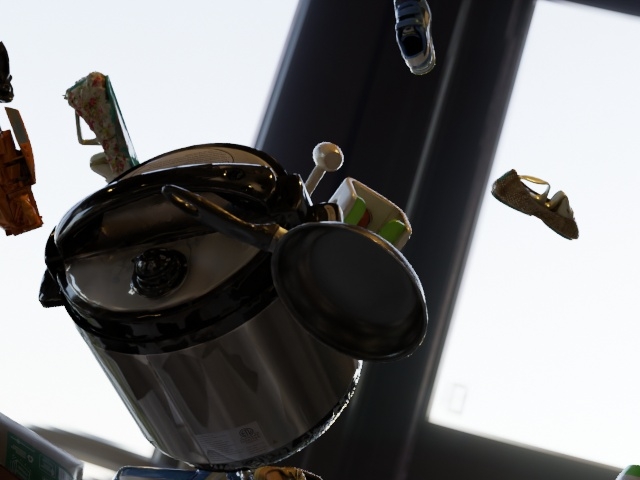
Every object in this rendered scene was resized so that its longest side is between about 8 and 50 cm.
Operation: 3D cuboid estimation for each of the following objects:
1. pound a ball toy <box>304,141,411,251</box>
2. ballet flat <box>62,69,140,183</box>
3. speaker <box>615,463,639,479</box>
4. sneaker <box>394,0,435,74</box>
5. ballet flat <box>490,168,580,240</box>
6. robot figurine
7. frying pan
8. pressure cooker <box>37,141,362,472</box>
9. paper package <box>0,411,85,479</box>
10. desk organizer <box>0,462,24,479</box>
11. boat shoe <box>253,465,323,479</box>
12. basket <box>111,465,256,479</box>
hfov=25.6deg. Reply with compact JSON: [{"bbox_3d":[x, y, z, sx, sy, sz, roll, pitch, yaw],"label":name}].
[{"bbox_3d":[0.000,0.000,2.361,0.208,0.319,0.135,31,15,-17],"label":"pound a ball toy"},{"bbox_3d":[-0.319,-0.146,2.101,0.077,0.091,0.241,-16,-56,1],"label":"ballet flat"},{"bbox_3d":[0.502,0.526,2.331,0.131,0.296,0.131,25,-16,8],"label":"speaker"},{"bbox_3d":[0.142,-0.331,2.170,0.053,0.144,0.059,-17,-13,20],"label":"sneaker"},{"bbox_3d":[0.384,-0.063,2.407,0.206,0.073,0.067,25,-65,-31],"label":"ballet flat"},{"bbox_3d":[-0.430,-0.130,1.614,0.211,0.291,0.085,-23,10,-28],"label":"robot figurine"},{"bbox_3d":[-0.021,0.039,1.611,0.326,0.053,0.197,15,-47,25],"label":"frying pan"},{"bbox_3d":[-0.154,0.068,1.948,0.375,0.370,0.420,31,-26,44],"label":"pressure cooker"},{"bbox_3d":[-0.532,0.353,1.904,0.310,0.168,0.325,-27,-47,22],"label":"paper package"},{"bbox_3d":[-0.414,0.287,1.702,0.130,0.050,0.047,32,-30,17],"label":"desk organizer"},{"bbox_3d":[-0.038,0.305,1.768,0.045,0.050,0.135,-19,-18,23],"label":"boat shoe"},{"bbox_3d":[-0.176,0.466,2.227,0.289,0.254,0.201,2,-41,-37],"label":"basket"}]
